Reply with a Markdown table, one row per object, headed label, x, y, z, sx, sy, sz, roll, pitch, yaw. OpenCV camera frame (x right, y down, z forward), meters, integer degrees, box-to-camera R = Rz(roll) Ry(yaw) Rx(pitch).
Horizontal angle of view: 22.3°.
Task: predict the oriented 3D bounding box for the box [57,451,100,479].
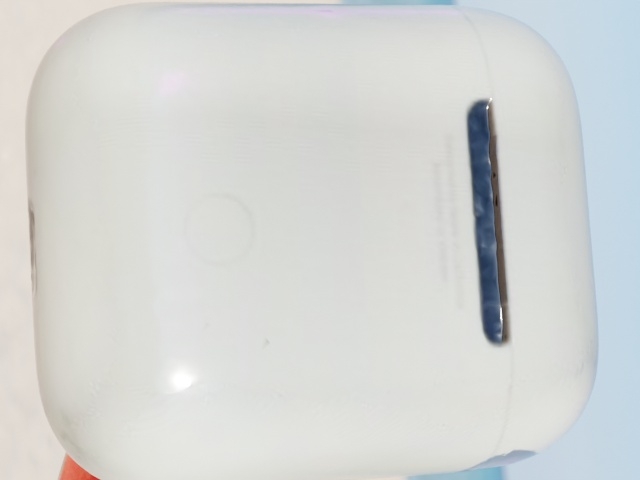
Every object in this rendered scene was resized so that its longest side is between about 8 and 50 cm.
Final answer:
| label | x | y | z | sx | sy | sz | roll | pitch | yaw |
| --- | --- | --- | --- | --- | --- | --- | --- | --- | --- |
| box | -0.145 | 0.099 | 1.246 | 0.229 | 0.050 | 0.123 | -76 | -175 | -55 |

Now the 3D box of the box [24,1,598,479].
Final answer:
| label | x | y | z | sx | sy | sz | roll | pitch | yaw |
| --- | --- | --- | --- | --- | --- | --- | --- | --- | --- |
| box | 0.000 | 0.000 | 0.976 | 0.141 | 0.349 | 0.289 | 158 | -71 | -68 |
